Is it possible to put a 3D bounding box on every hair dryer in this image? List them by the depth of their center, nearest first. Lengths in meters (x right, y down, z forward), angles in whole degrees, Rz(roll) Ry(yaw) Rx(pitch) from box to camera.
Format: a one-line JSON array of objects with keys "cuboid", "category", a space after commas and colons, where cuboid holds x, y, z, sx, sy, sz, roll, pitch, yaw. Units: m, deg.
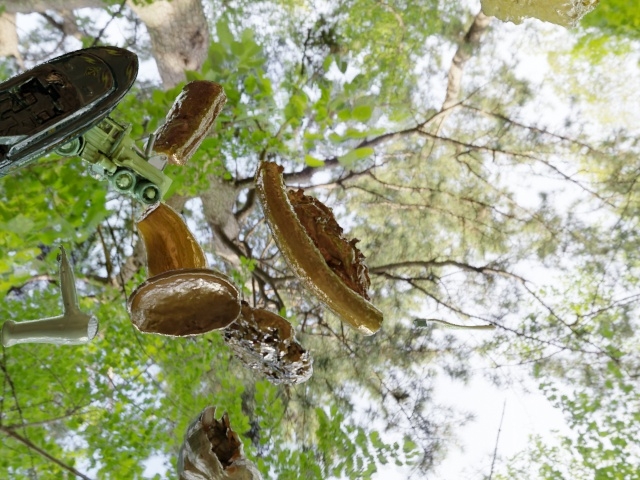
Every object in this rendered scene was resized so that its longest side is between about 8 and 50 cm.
[{"cuboid": [-0.636, 0.128, 1.096, 0.207, 0.075, 0.236, -1, -97, -3], "category": "hair dryer"}]

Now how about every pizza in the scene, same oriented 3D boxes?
[{"cuboid": [-0.002, 0.003, 0.607, 0.135, 0.056, 0.270, -1, -126, -45], "category": "pizza"}]

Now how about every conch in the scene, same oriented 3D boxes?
[{"cuboid": [-0.251, 0.525, 1.072, 0.159, 0.210, 0.291, -45, -145, -1], "category": "conch"}]

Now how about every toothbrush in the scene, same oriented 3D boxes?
[{"cuboid": [0.336, 0.207, 1.142, 0.263, 0.022, 0.026, 7, -122, -28], "category": "toothbrush"}]

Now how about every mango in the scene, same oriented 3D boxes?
[{"cuboid": [-0.405, 0.060, 1.307, 0.187, 0.144, 0.358, -14, -91, -57], "category": "mango"}]

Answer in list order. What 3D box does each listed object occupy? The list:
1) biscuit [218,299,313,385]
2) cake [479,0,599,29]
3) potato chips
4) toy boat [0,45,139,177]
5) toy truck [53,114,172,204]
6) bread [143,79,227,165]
[{"cuboid": [-0.158, 0.296, 1.260, 0.290, 0.333, 0.081, 25, -128, 14], "category": "biscuit"}, {"cuboid": [0.426, -0.553, 0.803, 0.286, 0.227, 0.222, -52, -128, 2], "category": "cake"}, {"cuboid": [-0.245, 0.109, 0.846, 0.202, 0.150, 0.049, -8, -152, -28], "category": "potato chips"}, {"cuboid": [-0.332, -0.171, 0.572, 0.246, 0.103, 0.092, -38, -87, -19], "category": "toy boat"}, {"cuboid": [-0.402, -0.177, 0.881, 0.128, 0.260, 0.135, 23, -96, 38], "category": "toy truck"}, {"cuboid": [-0.360, -0.318, 1.234, 0.139, 0.077, 0.270, 13, -117, 24], "category": "bread"}]
